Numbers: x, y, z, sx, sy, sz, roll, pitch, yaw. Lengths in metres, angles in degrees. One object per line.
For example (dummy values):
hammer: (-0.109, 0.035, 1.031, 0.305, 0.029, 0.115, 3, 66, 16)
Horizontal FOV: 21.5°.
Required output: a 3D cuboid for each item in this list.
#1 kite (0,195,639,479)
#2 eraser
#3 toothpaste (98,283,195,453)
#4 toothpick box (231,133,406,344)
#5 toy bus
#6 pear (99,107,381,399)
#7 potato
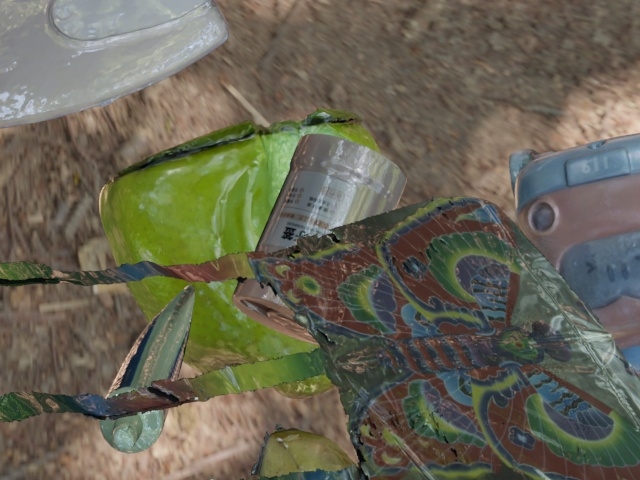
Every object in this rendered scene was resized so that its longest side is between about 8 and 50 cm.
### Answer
kite: (-0.005, 0.041, 0.560, 0.285, 0.152, 0.015, 0, 135, -38)
eraser: (-0.206, -0.161, 1.233, 0.243, 0.059, 0.204, -29, 146, -1)
toothpaste: (-0.095, 0.074, 0.937, 0.035, 0.197, 0.057, 31, 104, -6)
toothpick box: (0.000, 0.000, 1.377, 0.098, 0.098, 0.149, 27, 74, -15)
toy bus: (0.310, 0.020, 1.618, 0.197, 0.294, 0.232, -11, 75, 20)
pear: (-0.044, 0.020, 1.590, 0.292, 0.159, 0.292, 5, 81, -32)
potato: (-0.005, 0.235, 1.262, 0.100, 0.089, 0.172, 14, 94, -42)
